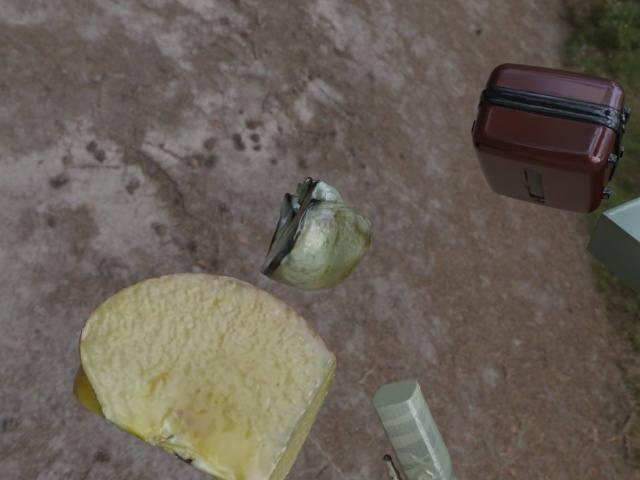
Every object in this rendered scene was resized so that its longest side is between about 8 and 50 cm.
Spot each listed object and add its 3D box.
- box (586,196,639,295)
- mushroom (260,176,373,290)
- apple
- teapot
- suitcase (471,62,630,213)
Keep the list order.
[{"bbox_3d":[0.730,0.017,1.416,0.224,0.118,0.225,-19,47,-22],"label":"box"},{"bbox_3d":[-0.002,0.007,1.221,0.164,0.267,0.190,24,79,-12],"label":"mushroom"},{"bbox_3d":[-0.161,0.201,0.922,0.309,0.314,0.252,28,31,13],"label":"apple"},{"bbox_3d":[0.141,0.331,1.081,0.201,0.107,0.077,65,21,-12],"label":"teapot"},{"bbox_3d":[0.389,-0.166,1.161,0.236,0.161,0.297,16,-6,24],"label":"suitcase"}]
